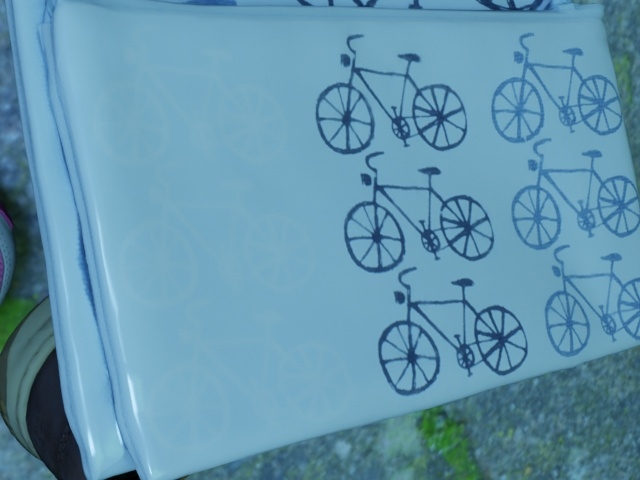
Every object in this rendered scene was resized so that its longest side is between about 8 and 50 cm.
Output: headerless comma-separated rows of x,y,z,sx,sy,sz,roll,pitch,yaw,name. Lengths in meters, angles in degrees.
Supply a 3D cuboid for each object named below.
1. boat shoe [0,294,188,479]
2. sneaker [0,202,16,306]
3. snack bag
0.000,0.000,0.569,0.342,0.123,0.123,-40,121,-16,boat shoe
-0.220,0.071,0.463,0.252,0.111,0.103,-43,122,-14,sneaker
0.016,-0.096,0.503,0.323,0.037,0.343,-7,83,-39,snack bag
